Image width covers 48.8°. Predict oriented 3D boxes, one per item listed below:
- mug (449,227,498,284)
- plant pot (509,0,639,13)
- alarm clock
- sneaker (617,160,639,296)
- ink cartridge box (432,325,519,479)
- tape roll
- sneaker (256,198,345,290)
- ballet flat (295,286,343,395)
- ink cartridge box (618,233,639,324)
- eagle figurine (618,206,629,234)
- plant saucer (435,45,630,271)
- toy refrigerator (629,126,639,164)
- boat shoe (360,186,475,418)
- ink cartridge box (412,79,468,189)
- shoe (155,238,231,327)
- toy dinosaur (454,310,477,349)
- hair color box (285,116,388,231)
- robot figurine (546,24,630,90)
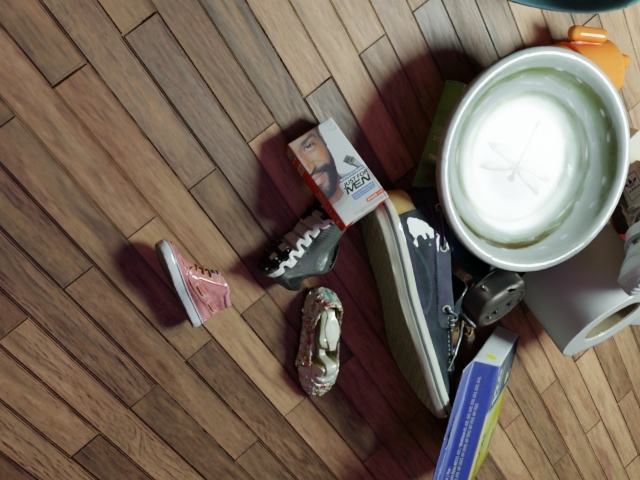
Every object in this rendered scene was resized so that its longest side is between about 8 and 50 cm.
[{"bbox_3d":[0.328,0.005,1.410,0.097,0.129,0.158,-28,156,-21],"label":"mug"},{"bbox_3d":[0.397,-0.587,1.115,0.341,0.341,0.334,18,91,-32],"label":"plant pot"},{"bbox_3d":[0.341,0.124,1.400,0.129,0.064,0.192,-27,153,-20],"label":"alarm clock"},{"bbox_3d":[0.620,-0.038,1.351,0.366,0.210,0.137,-25,166,-43],"label":"sneaker"},{"bbox_3d":[0.330,0.366,1.485,0.307,0.072,0.304,-25,129,-63],"label":"ink cartridge box"},{"bbox_3d":[0.562,0.106,1.485,0.246,0.169,0.246,-23,152,-13],"label":"tape roll"},{"bbox_3d":[0.000,0.000,1.257,0.234,0.078,0.106,-43,128,-6],"label":"sneaker"},{"bbox_3d":[0.002,0.204,1.332,0.091,0.077,0.241,-12,115,-25],"label":"ballet flat"},{"bbox_3d":[0.680,0.092,1.603,0.056,0.181,0.225,-56,136,-46],"label":"ink cartridge box"},{"bbox_3d":[0.804,0.009,1.609,0.298,0.226,0.225,34,62,-56],"label":"eagle figurine"},{"bbox_3d":[0.373,-0.147,1.288,0.400,0.100,0.400,-5,105,-19],"label":"plant saucer"},{"bbox_3d":[0.563,-0.122,1.498,0.269,0.102,0.094,-44,123,-8],"label":"toy refrigerator"},{"bbox_3d":[0.205,0.124,1.352,0.156,0.187,0.500,-21,112,-14],"label":"boat shoe"},{"bbox_3d":[0.261,-0.185,1.332,0.109,0.062,0.209,10,104,-31],"label":"ink cartridge box"},{"bbox_3d":[-0.208,0.059,1.173,0.081,0.063,0.178,-29,125,-18],"label":"shoe"},{"bbox_3d":[0.323,0.133,1.499,0.112,0.064,0.211,-9,123,-39],"label":"toy dinosaur"},{"bbox_3d":[0.026,-0.111,1.188,0.093,0.053,0.167,-35,85,-13],"label":"hair color box"},{"bbox_3d":[0.494,-0.325,1.367,0.219,0.158,0.128,-14,74,-24],"label":"robot figurine"}]
